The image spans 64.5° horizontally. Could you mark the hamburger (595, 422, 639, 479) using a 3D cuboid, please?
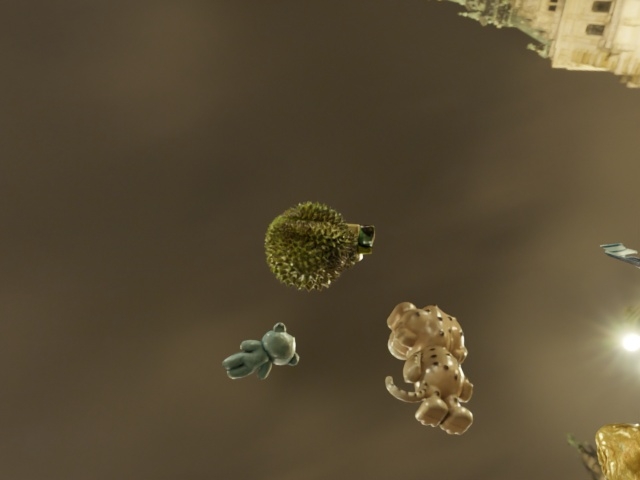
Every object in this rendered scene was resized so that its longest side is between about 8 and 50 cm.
[{"bbox_3d":[0.683,0.474,1.112,0.083,0.147,0.138,11,-110,-27],"label":"hamburger"}]

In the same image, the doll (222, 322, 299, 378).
[{"bbox_3d":[-0.147,0.277,1.246,0.179,0.075,0.120,-21,-70,1],"label":"doll"}]

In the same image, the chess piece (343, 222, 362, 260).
[{"bbox_3d":[0.000,0.000,1.168,0.200,0.090,0.090,6,-61,19],"label":"chess piece"}]

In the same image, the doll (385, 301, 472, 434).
[{"bbox_3d":[0.191,0.213,0.897,0.154,0.278,0.119,26,-64,-2],"label":"doll"}]

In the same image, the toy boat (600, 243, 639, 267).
[{"bbox_3d":[0.575,0.063,0.767,0.291,0.220,0.067,30,-88,11],"label":"toy boat"}]

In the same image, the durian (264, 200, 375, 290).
[{"bbox_3d":[-0.014,0.011,0.940,0.198,0.159,0.146,-16,-44,-41],"label":"durian"}]
